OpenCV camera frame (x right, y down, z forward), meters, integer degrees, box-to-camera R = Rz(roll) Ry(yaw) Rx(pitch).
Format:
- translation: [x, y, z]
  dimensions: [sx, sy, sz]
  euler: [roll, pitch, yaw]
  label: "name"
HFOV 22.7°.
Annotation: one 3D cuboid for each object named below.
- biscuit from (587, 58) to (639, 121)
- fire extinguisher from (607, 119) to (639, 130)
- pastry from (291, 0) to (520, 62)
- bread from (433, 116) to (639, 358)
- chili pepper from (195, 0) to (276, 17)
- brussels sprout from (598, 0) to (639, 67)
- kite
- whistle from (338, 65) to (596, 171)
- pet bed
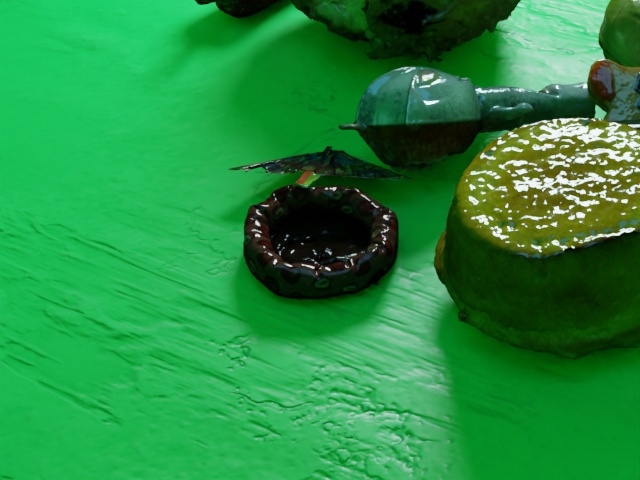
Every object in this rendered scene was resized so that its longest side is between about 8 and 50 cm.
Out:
- translation: [0.469, -0.185, 2.044]
  dimensions: [0.250, 0.036, 0.165]
  euler: [-8, 73, -2]
  label: "biscuit"
- translation: [0.407, -0.110, 1.964]
  dimensions: [0.311, 0.095, 0.114]
  euler: [-2, 73, 4]
  label: "fire extinguisher"
- translation: [0.129, -0.411, 2.261]
  dimensions: [0.337, 0.292, 0.405]
  euler: [-16, 26, -29]
  label: "pastry"
- translation: [0.283, -0.009, 1.788]
  dimensions: [0.312, 0.172, 0.312]
  euler: [-4, 39, 3]
  label: "bread"
- translation: [-0.075, -0.422, 2.446]
  dimensions: [0.110, 0.110, 0.387]
  euler: [23, 40, 33]
  label: "chili pepper"
- translation: [0.451, -0.279, 2.170]
  dimensions: [0.145, 0.131, 0.183]
  euler: [20, 35, -1]
  label: "brussels sprout"
- translation: [0.009, -0.095, 2.023]
  dimensions: [0.241, 0.014, 0.183]
  euler: [6, 19, 15]
  label: "kite"
- translation: [0.187, -0.159, 2.047]
  dimensions: [0.346, 0.142, 0.134]
  euler: [-5, 73, -18]
  label: "whistle"
- translation: [0.000, 0.000, 1.910]
  dimensions: [0.201, 0.053, 0.201]
  euler: [-3, 39, 2]
  label: "pet bed"
